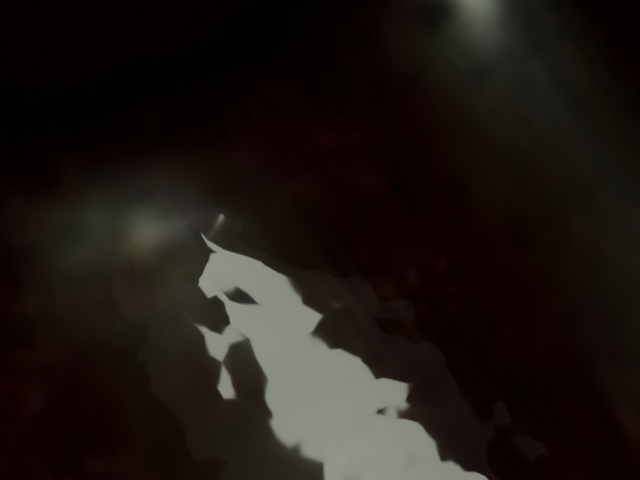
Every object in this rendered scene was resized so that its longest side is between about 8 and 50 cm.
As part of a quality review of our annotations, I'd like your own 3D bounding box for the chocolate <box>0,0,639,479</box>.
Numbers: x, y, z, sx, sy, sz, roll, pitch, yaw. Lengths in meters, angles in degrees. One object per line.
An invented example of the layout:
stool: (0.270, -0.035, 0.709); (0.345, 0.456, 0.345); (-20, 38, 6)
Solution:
chocolate: (0.000, 0.000, 0.573); (0.383, 0.383, 0.331); (-22, 109, 8)
